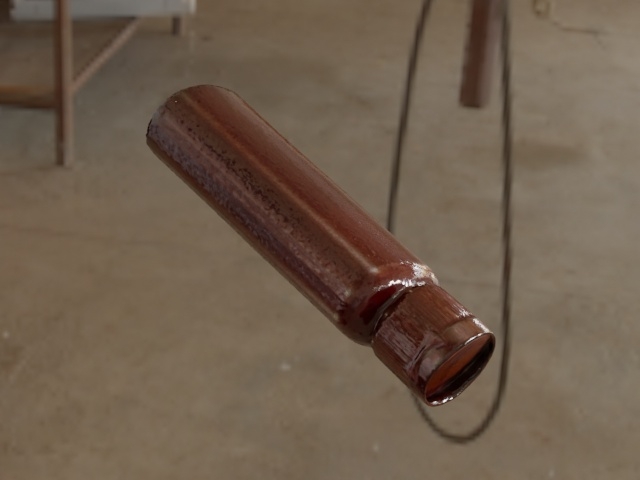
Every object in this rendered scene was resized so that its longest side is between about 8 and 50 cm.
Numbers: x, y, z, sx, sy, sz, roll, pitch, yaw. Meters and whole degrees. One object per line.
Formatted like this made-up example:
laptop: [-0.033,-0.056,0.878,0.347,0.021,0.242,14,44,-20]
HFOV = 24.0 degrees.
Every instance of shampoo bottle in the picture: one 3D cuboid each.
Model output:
shampoo bottle: [0.000,0.000,0.954,0.260,0.064,0.102,43,15,29]
